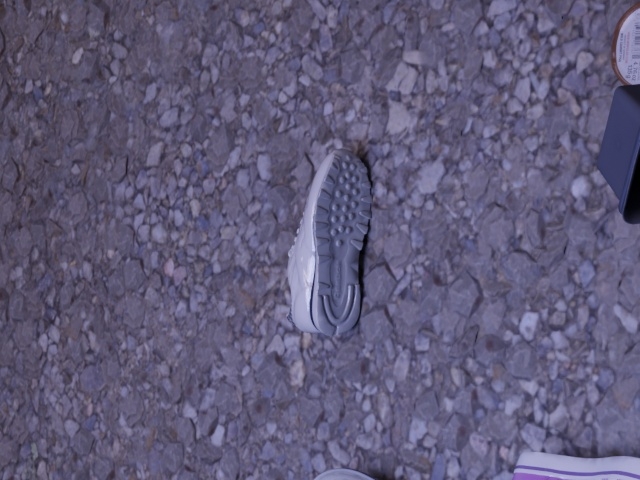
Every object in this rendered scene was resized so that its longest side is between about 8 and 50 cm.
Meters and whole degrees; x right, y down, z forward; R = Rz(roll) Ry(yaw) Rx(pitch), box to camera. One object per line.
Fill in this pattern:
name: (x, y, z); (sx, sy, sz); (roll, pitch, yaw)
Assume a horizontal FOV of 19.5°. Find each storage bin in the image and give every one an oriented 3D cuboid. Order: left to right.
storage bin: (0.351, -0.101, 1.972); (0.091, 0.098, 0.135); (-121, 32, -46)

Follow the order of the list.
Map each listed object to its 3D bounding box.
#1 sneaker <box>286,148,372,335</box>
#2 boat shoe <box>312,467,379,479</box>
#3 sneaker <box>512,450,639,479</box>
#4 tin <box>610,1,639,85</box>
sneaker: (0.000, 0.000, 2.332); (0.095, 0.090, 0.235); (9, 90, 55)
boat shoe: (0.082, 0.386, 2.114); (0.136, 0.156, 0.367); (-34, 57, -1)
sneaker: (0.296, 0.312, 1.944); (0.282, 0.102, 0.161); (-8, 55, 55)
tin: (0.391, -0.206, 1.986); (0.189, 0.040, 0.106); (4, 92, 46)
